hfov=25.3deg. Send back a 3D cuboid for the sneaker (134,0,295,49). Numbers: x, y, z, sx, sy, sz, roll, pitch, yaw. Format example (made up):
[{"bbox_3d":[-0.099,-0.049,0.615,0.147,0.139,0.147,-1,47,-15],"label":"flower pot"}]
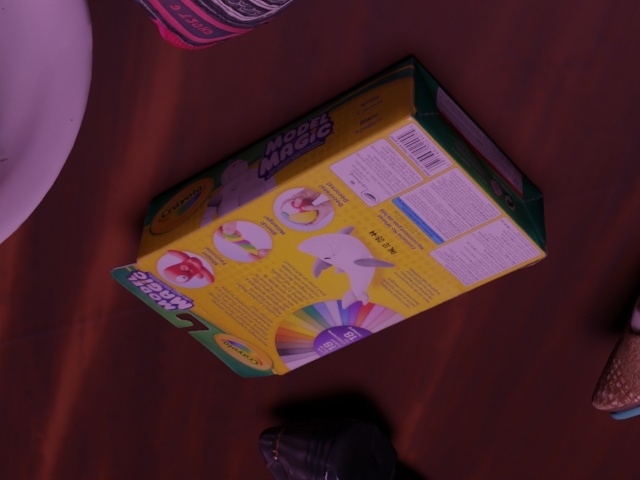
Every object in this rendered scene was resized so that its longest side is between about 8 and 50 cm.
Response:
[{"bbox_3d":[-0.120,-0.152,0.440,0.299,0.121,0.112,29,135,-23],"label":"sneaker"}]

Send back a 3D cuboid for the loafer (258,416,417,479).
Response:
[{"bbox_3d":[0.022,0.153,0.806,0.061,0.062,0.170,7,139,33],"label":"loafer"}]

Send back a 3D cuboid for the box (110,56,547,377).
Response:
[{"bbox_3d":[0.000,0.000,0.647,0.179,0.043,0.105,-27,128,28],"label":"box"}]

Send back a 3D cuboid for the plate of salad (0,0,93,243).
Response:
[{"bbox_3d":[-0.175,-0.075,0.479,0.199,0.200,0.048,19,163,-13],"label":"plate of salad"}]

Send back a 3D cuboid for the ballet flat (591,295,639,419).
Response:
[{"bbox_3d":[0.196,0.013,0.631,0.206,0.073,0.067,-31,98,31],"label":"ballet flat"}]
